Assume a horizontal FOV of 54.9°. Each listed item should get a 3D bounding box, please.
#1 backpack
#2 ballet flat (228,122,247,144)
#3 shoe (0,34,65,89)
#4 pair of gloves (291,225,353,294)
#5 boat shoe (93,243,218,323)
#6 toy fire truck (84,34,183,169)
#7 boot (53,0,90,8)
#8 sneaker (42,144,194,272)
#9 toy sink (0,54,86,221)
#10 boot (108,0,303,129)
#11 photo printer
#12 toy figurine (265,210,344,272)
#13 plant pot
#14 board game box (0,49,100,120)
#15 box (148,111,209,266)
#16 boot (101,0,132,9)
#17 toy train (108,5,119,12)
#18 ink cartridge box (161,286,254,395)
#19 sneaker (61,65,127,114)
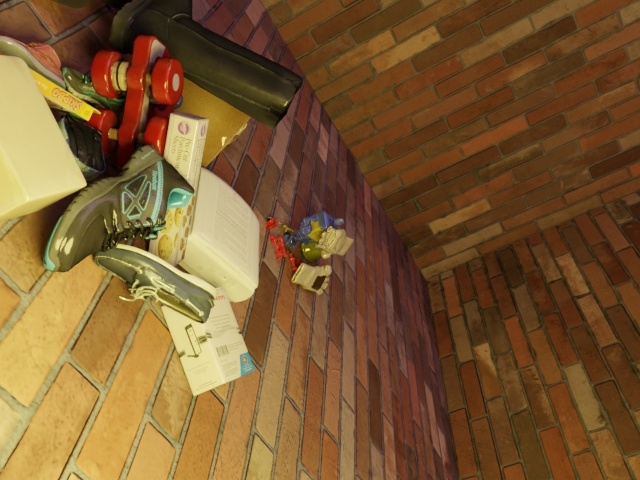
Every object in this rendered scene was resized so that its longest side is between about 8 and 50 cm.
[{"bbox_3d":[-0.470,-0.166,1.183,0.105,0.084,0.114,30,32,-58],"label":"backpack"},{"bbox_3d":[-0.289,-0.352,1.924,0.107,0.106,0.316,60,18,-17],"label":"ballet flat"},{"bbox_3d":[-0.571,-0.357,1.198,0.178,0.064,0.081,42,27,-63],"label":"shoe"},{"bbox_3d":[0.018,0.067,2.064,0.042,0.240,0.204,34,-1,28],"label":"pair of gloves"},{"bbox_3d":[-0.324,0.087,1.198,0.255,0.095,0.079,30,57,-26],"label":"boat shoe"},{"bbox_3d":[-0.381,-0.282,1.371,0.254,0.169,0.302,13,84,-84],"label":"toy fire truck"},{"bbox_3d":[-0.637,-0.588,1.310,0.115,0.112,0.305,38,14,20],"label":"boot"},{"bbox_3d":[-0.357,-0.048,1.124,0.140,0.125,0.341,39,46,-6],"label":"sneaker"},{"bbox_3d":[-0.513,-0.156,0.974,0.234,0.131,0.153,65,17,-8],"label":"toy sink"},{"bbox_3d":[-0.245,-0.494,1.567,0.445,0.146,0.367,23,49,-3],"label":"boot"},{"bbox_3d":[-0.261,-0.029,1.550,0.256,0.107,0.307,44,27,-36],"label":"photo printer"},{"bbox_3d":[0.000,0.000,2.103,0.362,0.217,0.191,35,34,-57],"label":"toy figurine"},{"bbox_3d":[-0.342,-0.348,1.629,0.254,0.237,0.237,41,24,-14],"label":"plant pot"},{"bbox_3d":[-0.535,-0.290,1.126,0.259,0.124,0.039,28,84,-60],"label":"board game box"},{"bbox_3d":[-0.302,-0.105,1.301,0.063,0.067,0.324,-52,158,-71],"label":"box"},{"bbox_3d":[-0.587,-0.762,1.522,0.377,0.138,0.284,25,35,-52],"label":"boot"},{"bbox_3d":[-0.565,-0.686,1.677,0.125,0.046,0.166,61,18,-14],"label":"toy train"},{"bbox_3d":[-0.241,0.213,1.334,0.203,0.086,0.148,67,18,9],"label":"ink cartridge box"},{"bbox_3d":[-0.494,-0.340,1.365,0.166,0.076,0.065,36,33,-57],"label":"sneaker"}]
